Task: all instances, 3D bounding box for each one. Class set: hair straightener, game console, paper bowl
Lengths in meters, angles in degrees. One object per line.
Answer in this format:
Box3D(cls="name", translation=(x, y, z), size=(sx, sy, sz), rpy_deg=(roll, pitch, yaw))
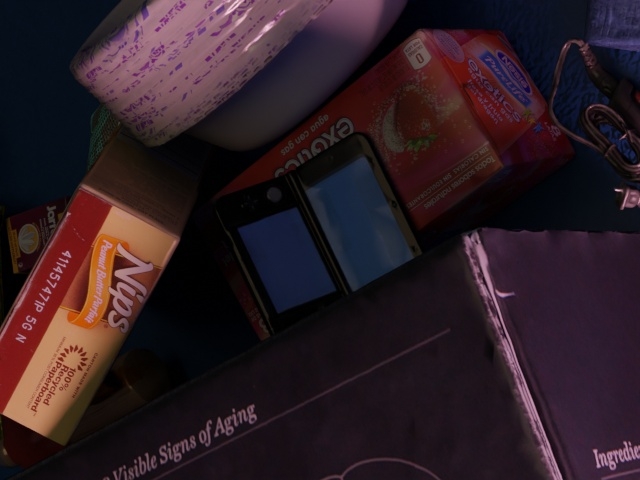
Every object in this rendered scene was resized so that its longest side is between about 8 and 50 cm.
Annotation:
Box3D(cls="hair straightener", translation=(0.234, -0.057, 1.210), size=(0.230, 0.089, 0.047), rpy_deg=(52, 141, 24))
Box3D(cls="game console", translation=(0.000, 0.000, 1.240), size=(0.122, 0.107, 0.071), rpy_deg=(64, 151, 10))
Box3D(cls="paper bowl", translation=(-0.043, -0.181, 1.325), size=(0.148, 0.284, 0.284), rpy_deg=(44, 121, -14))

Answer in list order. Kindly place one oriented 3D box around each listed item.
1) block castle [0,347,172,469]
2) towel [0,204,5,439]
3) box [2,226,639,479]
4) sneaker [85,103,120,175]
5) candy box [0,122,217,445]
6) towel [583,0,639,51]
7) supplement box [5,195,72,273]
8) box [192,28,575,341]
Box3D(cls="block castle", translation=(-0.225, 0.320, 1.420), size=(0.213, 0.303, 0.453), rpy_deg=(-31, 71, 34))
Box3D(cls="towel", translation=(-0.318, 0.082, 1.644), size=(0.102, 0.021, 0.237), rpy_deg=(7, 100, 60))
Box3D(cls="box", translation=(0.075, 0.298, 1.199), size=(0.480, 0.297, 0.471), rpy_deg=(-29, 74, 34))
Box3D(cls="sneaker", translation=(-0.179, -0.080, 1.549), size=(0.076, 0.065, 0.166), rpy_deg=(41, 112, 48))
Box3D(cls="candy box", translation=(-0.168, 0.011, 1.363), size=(0.088, 0.316, 0.183), rpy_deg=(29, 105, -7))
Box3D(cls="towel", translation=(0.224, -0.197, 1.257), size=(0.067, 0.029, 0.119), rpy_deg=(9, 96, 37))
Box3D(cls="supplement box", translation=(-0.243, -0.004, 1.596), size=(0.083, 0.043, 0.055), rpy_deg=(-19, 77, 35))
Box3D(cls="box", translation=(0.046, -0.042, 1.322), size=(0.257, 0.128, 0.122), rpy_deg=(-37, 76, 30))
